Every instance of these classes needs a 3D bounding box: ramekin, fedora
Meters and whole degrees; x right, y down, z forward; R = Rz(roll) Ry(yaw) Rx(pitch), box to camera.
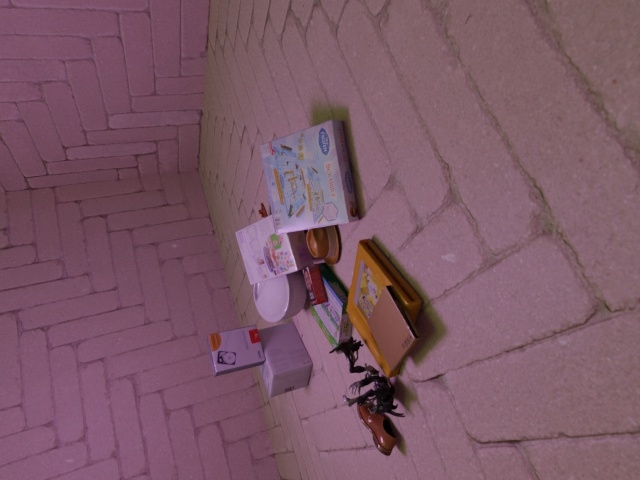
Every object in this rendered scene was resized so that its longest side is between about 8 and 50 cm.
[{"bbox_3d":[-0.173,0.222,1.937,0.272,0.127,0.273,-3,86,47],"label":"ramekin"},{"bbox_3d":[0.000,0.000,1.580,0.194,0.079,0.195,170,90,-67],"label":"fedora"}]

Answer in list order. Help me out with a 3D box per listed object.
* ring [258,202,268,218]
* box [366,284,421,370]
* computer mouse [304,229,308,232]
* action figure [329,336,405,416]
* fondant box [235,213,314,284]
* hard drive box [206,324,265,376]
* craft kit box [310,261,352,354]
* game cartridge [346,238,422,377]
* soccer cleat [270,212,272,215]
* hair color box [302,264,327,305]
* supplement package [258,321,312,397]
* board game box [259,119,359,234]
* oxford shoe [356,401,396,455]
[{"bbox_3d":[-0.241,-0.016,2.089,0.336,0.032,0.337,163,90,-82],"label":"ring"},{"bbox_3d":[0.193,0.241,1.189,0.201,0.021,0.164,105,146,-50],"label":"box"},{"bbox_3d":[-0.114,-0.155,1.787,0.188,0.072,0.272,135,121,-62],"label":"computer mouse"},{"bbox_3d":[0.135,0.439,1.334,0.276,0.141,0.164,55,-176,16],"label":"action figure"},{"bbox_3d":[-0.195,0.030,1.775,0.330,0.096,0.239,-20,86,47],"label":"fondant box"},{"bbox_3d":[-0.397,0.510,2.035,0.089,0.232,0.181,-57,47,53],"label":"hard drive box"},{"bbox_3d":[0.039,0.251,1.640,0.250,0.060,0.247,-129,38,-48],"label":"craft kit box"},{"bbox_3d":[0.172,0.203,1.307,0.285,0.052,0.324,-125,33,-44],"label":"game cartridge"},{"bbox_3d":[-0.164,-0.042,1.952,0.248,0.083,0.095,50,149,44],"label":"soccer cleat"},{"bbox_3d":[-0.022,0.167,1.619,0.072,0.043,0.141,142,115,-66],"label":"hair color box"},{"bbox_3d":[-0.189,0.576,2.130,0.263,0.199,0.198,-122,32,-41],"label":"supplement package"},{"bbox_3d":[-0.043,-0.195,1.433,0.317,0.065,0.319,-7,94,38],"label":"board game box"},{"bbox_3d":[0.191,0.602,1.448,0.076,0.076,0.212,-62,32,11],"label":"oxford shoe"}]
